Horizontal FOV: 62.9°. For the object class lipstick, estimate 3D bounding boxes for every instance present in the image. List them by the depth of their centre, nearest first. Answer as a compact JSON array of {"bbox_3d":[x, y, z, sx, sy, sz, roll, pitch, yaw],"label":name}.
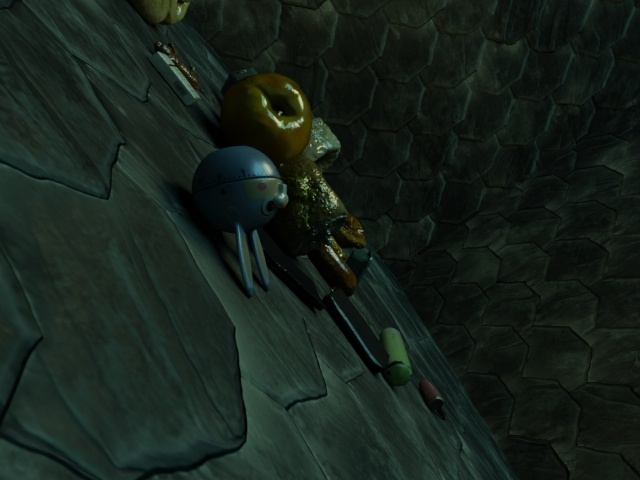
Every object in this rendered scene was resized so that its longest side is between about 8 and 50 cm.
[{"bbox_3d":[0.213,0.332,1.524,0.076,0.076,0.304,53,7,-5],"label":"lipstick"}]

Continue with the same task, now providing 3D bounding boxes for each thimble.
[{"bbox_3d":[-0.058,-0.414,2.426,0.195,0.292,0.291,54,8,9],"label":"thimble"}]

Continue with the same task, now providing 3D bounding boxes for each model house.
[{"bbox_3d":[-0.266,-0.544,2.082,0.215,0.199,0.224,53,5,-49],"label":"model house"}]

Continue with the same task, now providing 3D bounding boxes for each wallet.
[{"bbox_3d":[-0.079,0.057,1.177,0.244,0.025,0.124,47,10,-32],"label":"wallet"},{"bbox_3d":[0.090,0.229,1.370,0.250,0.044,0.149,54,12,5],"label":"wallet"}]

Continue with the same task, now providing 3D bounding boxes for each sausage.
[{"bbox_3d":[0.006,0.033,1.598,0.302,0.076,0.103,55,12,13],"label":"sausage"}]

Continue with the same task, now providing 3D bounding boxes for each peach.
[{"bbox_3d":[-0.167,-0.348,1.589,0.289,0.289,0.308,52,-24,-9],"label":"peach"}]

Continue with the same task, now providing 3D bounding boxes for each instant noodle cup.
[{"bbox_3d":[0.113,0.096,1.759,0.070,0.157,0.179,31,8,2],"label":"instant noodle cup"}]

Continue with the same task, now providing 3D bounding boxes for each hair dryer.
[{"bbox_3d":[0.383,0.544,1.737,0.154,0.054,0.106,61,0,-24],"label":"hair dryer"}]

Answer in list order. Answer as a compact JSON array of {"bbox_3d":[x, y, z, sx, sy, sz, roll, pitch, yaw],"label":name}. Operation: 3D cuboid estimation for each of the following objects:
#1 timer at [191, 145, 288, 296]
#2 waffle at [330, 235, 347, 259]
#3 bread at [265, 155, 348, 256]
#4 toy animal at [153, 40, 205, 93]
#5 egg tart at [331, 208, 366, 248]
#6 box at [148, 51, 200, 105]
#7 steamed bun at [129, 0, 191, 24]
[{"bbox_3d":[-0.120,-0.050,0.924,0.255,0.175,0.175,55,8,7],"label":"timer"},{"bbox_3d":[0.000,0.000,1.758,0.197,0.070,0.193,52,7,13],"label":"waffle"},{"bbox_3d":[-0.052,-0.086,1.347,0.246,0.196,0.176,55,4,13],"label":"bread"},{"bbox_3d":[-0.427,-0.520,1.599,0.241,0.057,0.099,47,16,-48],"label":"toy animal"},{"bbox_3d":[0.032,-0.086,1.999,0.339,0.153,0.351,46,11,-39],"label":"egg tart"},{"bbox_3d":[-0.400,-0.446,1.448,0.154,0.040,0.084,51,11,-12],"label":"box"},{"bbox_3d":[-0.594,-0.934,1.802,0.372,0.230,0.325,60,13,28],"label":"steamed bun"}]
